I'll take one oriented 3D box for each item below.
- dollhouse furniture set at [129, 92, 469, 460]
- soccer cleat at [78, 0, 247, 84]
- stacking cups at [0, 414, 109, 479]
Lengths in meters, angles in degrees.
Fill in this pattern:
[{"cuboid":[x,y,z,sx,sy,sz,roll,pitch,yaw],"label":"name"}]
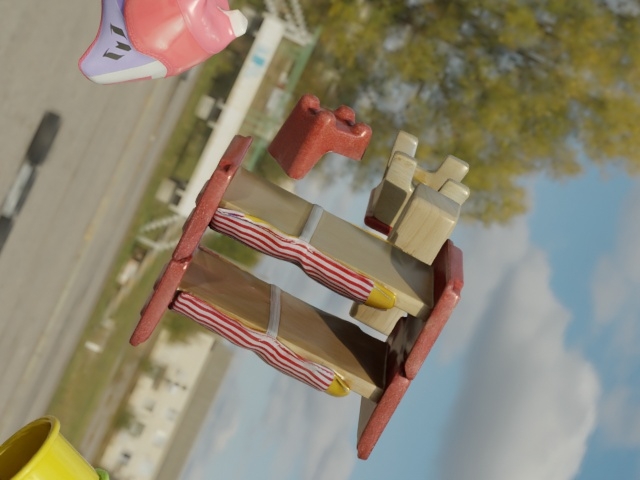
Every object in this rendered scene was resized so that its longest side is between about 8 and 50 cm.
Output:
[{"cuboid":[0.000,0.000,1.123,0.152,0.201,0.374,-61,-177,19],"label":"dollhouse furniture set"},{"cuboid":[-0.105,-0.196,0.801,0.083,0.095,0.248,54,20,-52],"label":"soccer cleat"},{"cuboid":[-0.155,0.289,1.118,0.096,0.316,0.096,-33,-160,13],"label":"stacking cups"}]
